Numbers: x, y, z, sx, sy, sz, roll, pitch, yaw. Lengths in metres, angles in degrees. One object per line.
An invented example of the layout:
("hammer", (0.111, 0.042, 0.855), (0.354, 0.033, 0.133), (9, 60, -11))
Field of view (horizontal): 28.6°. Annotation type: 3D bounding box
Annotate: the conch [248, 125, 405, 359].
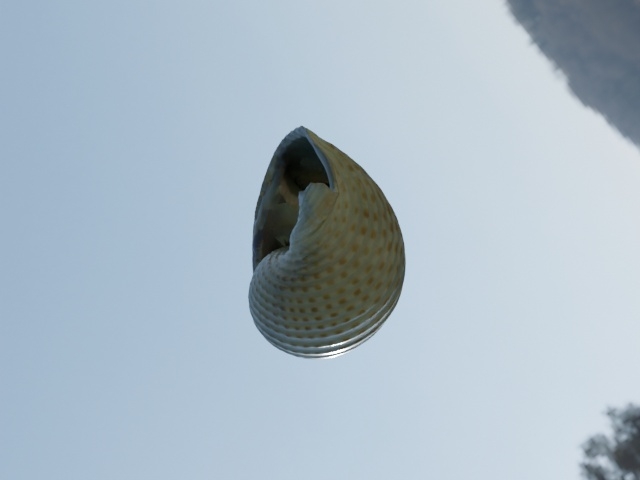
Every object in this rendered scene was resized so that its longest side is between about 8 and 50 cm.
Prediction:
("conch", (0.003, 0.001, 0.467), (0.057, 0.085, 0.076), (6, -138, -27))
